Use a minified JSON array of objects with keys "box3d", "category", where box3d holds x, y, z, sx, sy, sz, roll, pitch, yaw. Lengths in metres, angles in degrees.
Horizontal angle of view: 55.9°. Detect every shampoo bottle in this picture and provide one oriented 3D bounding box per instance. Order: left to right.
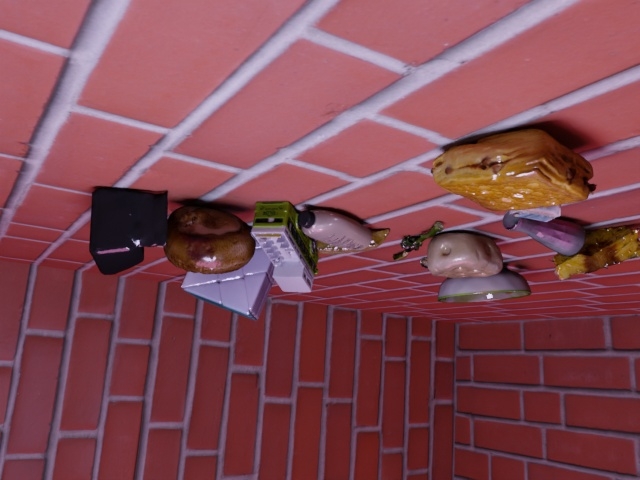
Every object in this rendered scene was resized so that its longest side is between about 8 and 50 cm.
[{"box3d":[0.034,-0.030,1.607,0.127,0.078,0.257,-11,163,36],"category":"shampoo bottle"}]

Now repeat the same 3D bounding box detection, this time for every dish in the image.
[{"box3d":[0.575,0.144,2.146,0.324,0.124,0.324,-3,169,-1],"category":"dish"}]

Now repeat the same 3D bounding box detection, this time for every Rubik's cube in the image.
[{"box3d":[-0.264,0.097,1.838,0.231,0.221,0.224,21,168,3],"category":"Rubik's cube"}]

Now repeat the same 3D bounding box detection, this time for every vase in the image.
[{"box3d":[0.545,-0.027,1.481,0.214,0.086,0.086,15,164,-26],"category":"vase"}]

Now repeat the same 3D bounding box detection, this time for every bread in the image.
[{"box3d":[0.342,-0.123,1.069,0.210,0.099,0.235,16,168,-37],"category":"bread"}]

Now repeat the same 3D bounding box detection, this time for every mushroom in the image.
[{"box3d":[-0.287,-0.001,1.558,0.253,0.153,0.253,14,-157,-6],"category":"mushroom"}]

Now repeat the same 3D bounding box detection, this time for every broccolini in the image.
[{"box3d":[0.291,-0.018,1.725,0.057,0.071,0.254,45,159,5],"category":"broccolini"}]

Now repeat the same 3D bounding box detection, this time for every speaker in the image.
[{"box3d":[-0.513,-0.018,1.630,0.184,0.180,0.388,2,168,-16],"category":"speaker"}]

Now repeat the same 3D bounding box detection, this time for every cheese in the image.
[{"box3d":[0.415,0.046,1.752,0.218,0.117,0.235,2,170,-2],"category":"cheese"}]

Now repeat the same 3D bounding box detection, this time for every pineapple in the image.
[{"box3d":[0.704,0.023,1.558,0.233,0.079,0.135,-21,-171,14],"category":"pineapple"}]

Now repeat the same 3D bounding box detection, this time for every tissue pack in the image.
[{"box3d":[0.446,-0.084,1.256,0.094,0.074,0.059,9,170,-11],"category":"tissue pack"}]

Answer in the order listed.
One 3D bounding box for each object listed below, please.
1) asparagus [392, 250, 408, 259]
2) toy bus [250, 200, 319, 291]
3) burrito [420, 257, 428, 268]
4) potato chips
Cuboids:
[{"box3d":[0.270,0.051,2.034,0.025,0.021,0.108,8,167,-15],"category":"asparagus"},{"box3d":[-0.093,0.019,1.629,0.113,0.139,0.302,-1,149,17],"category":"toy bus"},{"box3d":[0.413,0.078,2.065,0.149,0.041,0.055,1,-179,14],"category":"burrito"},{"box3d":[0.000,0.000,1.773,0.407,0.080,0.057,2,178,10],"category":"potato chips"}]
